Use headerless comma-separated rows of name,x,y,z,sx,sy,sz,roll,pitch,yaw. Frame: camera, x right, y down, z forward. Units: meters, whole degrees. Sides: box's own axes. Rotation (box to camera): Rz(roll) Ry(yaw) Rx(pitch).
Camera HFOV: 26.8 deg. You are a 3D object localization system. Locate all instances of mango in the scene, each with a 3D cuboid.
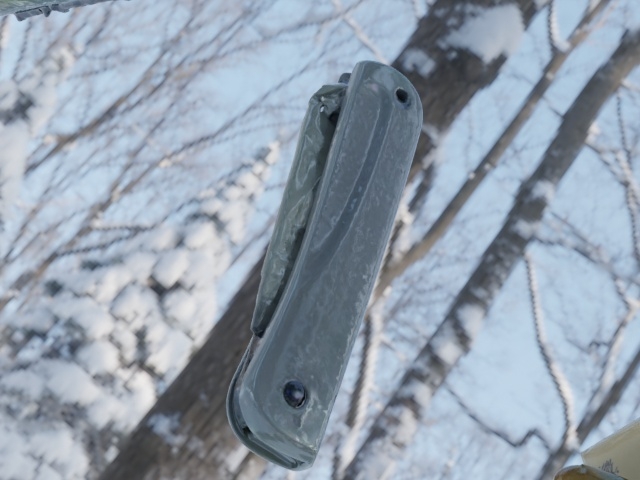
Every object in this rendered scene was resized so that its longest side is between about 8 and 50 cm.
mango,0.253,0.243,1.195,0.114,0.057,0.079,37,-60,32

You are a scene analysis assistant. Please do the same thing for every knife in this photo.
knife,0.002,0.002,0.765,0.073,0.266,0.040,35,-37,-26

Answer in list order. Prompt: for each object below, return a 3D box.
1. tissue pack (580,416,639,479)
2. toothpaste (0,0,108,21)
tissue pack,0.352,0.239,1.243,0.090,0.186,0.222,11,-35,-32
toothpaste,-0.011,-0.086,0.195,0.081,0.067,0.336,11,-4,-36
